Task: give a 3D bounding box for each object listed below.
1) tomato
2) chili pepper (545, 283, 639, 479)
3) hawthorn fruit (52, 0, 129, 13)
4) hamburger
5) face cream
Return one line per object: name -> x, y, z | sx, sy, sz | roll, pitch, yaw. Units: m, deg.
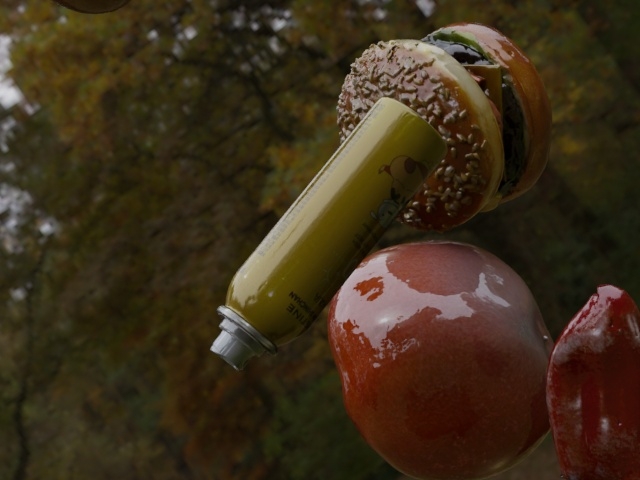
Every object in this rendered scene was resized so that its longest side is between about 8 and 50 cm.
tomato -> 0.180, 0.150, 1.881 | 0.272, 0.341, 0.341 | -26, -2, 30
chili pepper -> 0.317, 0.159, 1.556 | 0.136, 0.253, 0.144 | -23, 24, -19
hawthorn fruit -> -0.382, -0.485, 2.097 | 0.298, 0.277, 0.277 | 7, -39, -48
hamburger -> 0.159, -0.154, 1.901 | 0.225, 0.291, 0.291 | -27, -12, -38
face cream -> 0.000, 0.000, 1.582 | 0.349, 0.105, 0.105 | -50, -6, -8
